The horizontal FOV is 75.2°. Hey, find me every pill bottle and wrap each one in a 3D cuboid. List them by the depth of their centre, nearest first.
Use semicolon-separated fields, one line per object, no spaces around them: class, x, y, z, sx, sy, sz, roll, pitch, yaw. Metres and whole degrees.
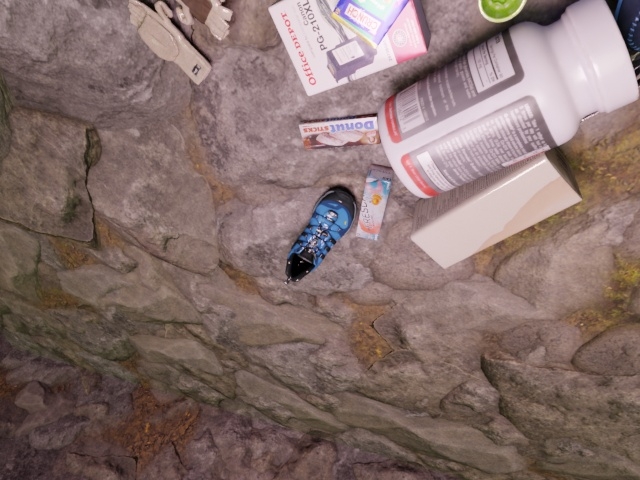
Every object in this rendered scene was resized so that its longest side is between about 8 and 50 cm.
pill bottle;0.301;-0.230;0.716;0.363;0.210;0.210;-22;120;33

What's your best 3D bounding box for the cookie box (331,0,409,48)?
cookie box;0.083;-0.374;0.646;0.092;0.040;0.107;31;132;-11

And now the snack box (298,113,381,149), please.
snack box;0.043;-0.241;0.928;0.178;0.022;0.064;0;128;20

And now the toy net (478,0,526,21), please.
toy net;0.245;-0.432;0.568;0.122;0.045;0.232;-20;122;34

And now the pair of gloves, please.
pair of gloves;-0.283;-0.448;0.826;0.204;0.042;0.240;35;148;-16

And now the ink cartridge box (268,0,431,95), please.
ink cartridge box;0.054;-0.386;0.741;0.237;0.100;0.172;-11;125;27

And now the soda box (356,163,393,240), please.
soda box;0.130;-0.088;1.004;0.058;0.063;0.183;13;133;8

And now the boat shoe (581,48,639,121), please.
boat shoe;0.497;-0.268;0.712;0.075;0.065;0.206;35;132;-12

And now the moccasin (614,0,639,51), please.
moccasin;0.491;-0.374;0.480;0.138;0.116;0.342;-1;144;-9

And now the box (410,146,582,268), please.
box;0.350;-0.082;0.876;0.121;0.148;0.311;40;133;-17

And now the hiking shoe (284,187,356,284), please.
hiking shoe;0.000;0.000;1.080;0.113;0.132;0.304;27;133;-5
